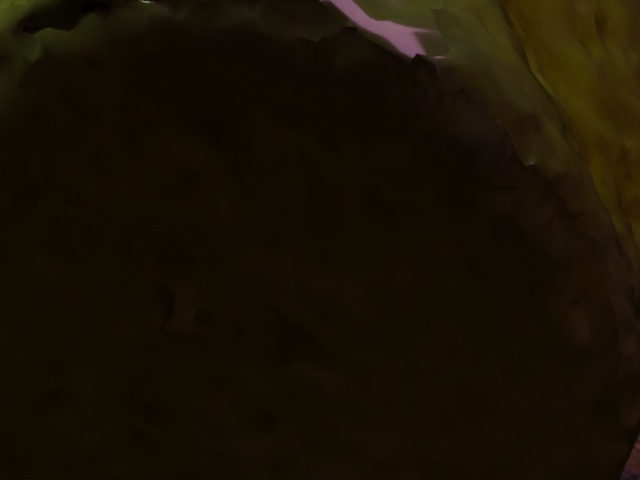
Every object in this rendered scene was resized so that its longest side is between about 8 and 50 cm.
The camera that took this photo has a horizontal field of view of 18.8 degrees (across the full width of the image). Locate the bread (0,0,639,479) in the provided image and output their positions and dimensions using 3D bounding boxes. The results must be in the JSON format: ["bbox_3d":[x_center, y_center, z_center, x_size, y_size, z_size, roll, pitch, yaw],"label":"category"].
[{"bbox_3d":[-0.001,-0.009,0.795,0.348,0.348,0.308,16,24,1],"label":"bread"}]
